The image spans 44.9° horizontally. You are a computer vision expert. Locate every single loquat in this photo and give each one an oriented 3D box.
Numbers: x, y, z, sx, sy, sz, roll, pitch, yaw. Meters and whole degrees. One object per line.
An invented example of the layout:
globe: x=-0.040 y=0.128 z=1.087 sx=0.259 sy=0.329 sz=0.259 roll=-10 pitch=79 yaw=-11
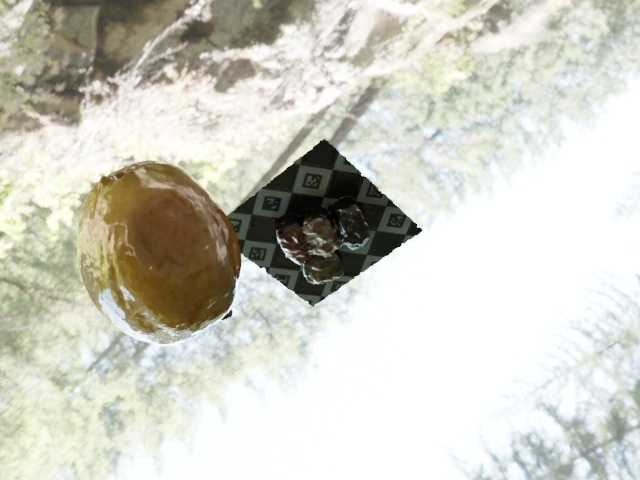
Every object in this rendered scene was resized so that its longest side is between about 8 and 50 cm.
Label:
loquat: x=-0.203 y=0.015 z=0.961 sx=0.193 sy=0.238 sz=0.238 roll=-36 pitch=-96 yaw=-18

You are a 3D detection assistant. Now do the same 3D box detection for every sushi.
sushi: x=0.000 y=0.000 z=1.105 sx=0.231 sy=0.219 sz=0.047 roll=39 pitch=-155 yaw=-34
